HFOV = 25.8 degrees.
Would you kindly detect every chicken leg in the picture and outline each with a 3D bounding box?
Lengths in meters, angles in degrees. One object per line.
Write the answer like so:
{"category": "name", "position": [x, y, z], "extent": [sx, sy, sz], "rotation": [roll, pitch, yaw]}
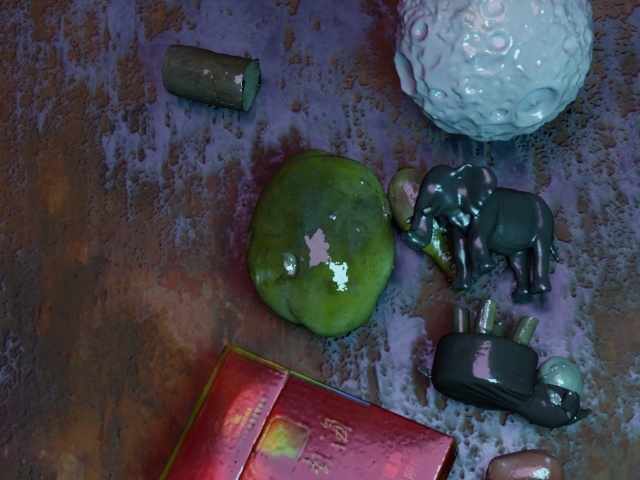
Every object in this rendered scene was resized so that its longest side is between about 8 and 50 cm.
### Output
{"category": "chicken leg", "position": [0.151, -0.017, 1.799], "extent": [0.093, 0.070, 0.178], "rotation": [-24, 73, -7]}

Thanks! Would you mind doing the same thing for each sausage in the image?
{"category": "sausage", "position": [0.242, 0.278, 1.663], "extent": [0.094, 0.059, 0.054], "rotation": [-12, 54, 10]}

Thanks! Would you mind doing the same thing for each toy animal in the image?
{"category": "toy animal", "position": [0.194, -0.010, 1.728], "extent": [0.115, 0.245, 0.146], "rotation": [-15, 68, 42]}

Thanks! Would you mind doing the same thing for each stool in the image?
{"category": "stool", "position": [0.229, 0.152, 1.685], "extent": [0.217, 0.125, 0.121], "rotation": [15, 70, 5]}

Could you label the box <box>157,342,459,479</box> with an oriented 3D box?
{"category": "box", "position": [-0.014, 0.276, 1.694], "extent": [0.313, 0.089, 0.197], "rotation": [21, 74, 18]}

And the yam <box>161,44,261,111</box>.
{"category": "yam", "position": [-0.151, -0.223, 1.924], "extent": [0.127, 0.084, 0.084], "rotation": [11, 71, 16]}

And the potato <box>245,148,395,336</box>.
{"category": "potato", "position": [0.002, 0.000, 1.772], "extent": [0.197, 0.148, 0.228], "rotation": [25, 73, 5]}

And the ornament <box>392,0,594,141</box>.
{"category": "ornament", "position": [0.221, -0.246, 1.771], "extent": [0.259, 0.259, 0.225], "rotation": [-28, 57, -2]}
